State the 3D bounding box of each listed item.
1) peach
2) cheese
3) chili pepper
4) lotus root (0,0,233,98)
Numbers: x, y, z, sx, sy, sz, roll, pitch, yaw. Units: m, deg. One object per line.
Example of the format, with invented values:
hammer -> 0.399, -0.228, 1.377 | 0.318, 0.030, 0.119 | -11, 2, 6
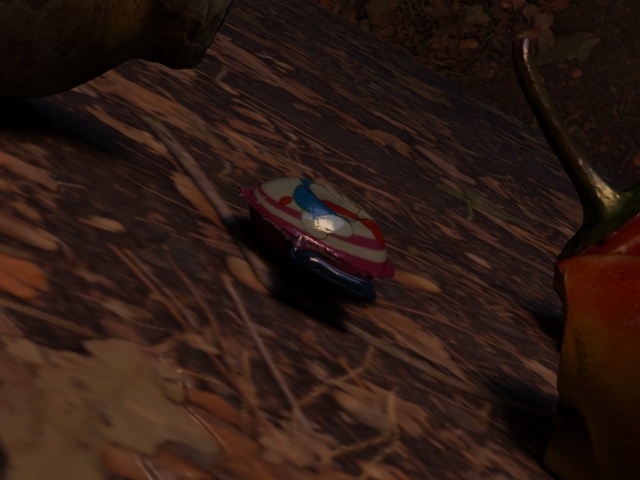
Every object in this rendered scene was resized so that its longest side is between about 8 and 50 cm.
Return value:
peach -> 0.167, 0.073, 0.602 | 0.118, 0.151, 0.151 | -14, 1, 18
cheese -> 0.000, 0.000, 0.659 | 0.095, 0.038, 0.145 | 26, 12, -12
chili pepper -> 0.225, 0.027, 0.834 | 0.338, 0.131, 0.134 | 32, 38, -3
lotus root -> -0.201, -0.159, 0.592 | 0.349, 0.175, 0.175 | 25, 13, -33
